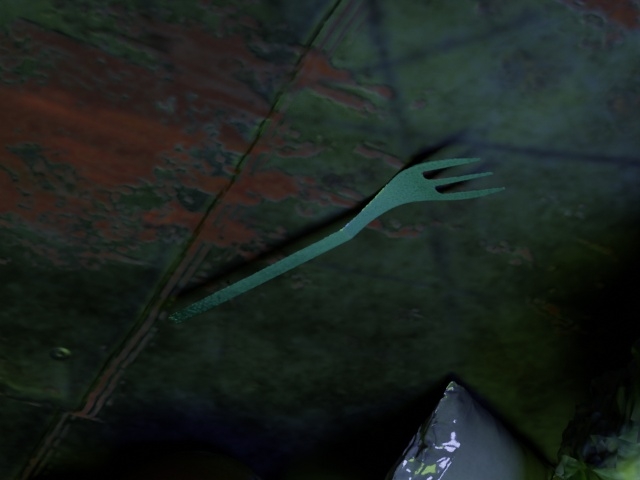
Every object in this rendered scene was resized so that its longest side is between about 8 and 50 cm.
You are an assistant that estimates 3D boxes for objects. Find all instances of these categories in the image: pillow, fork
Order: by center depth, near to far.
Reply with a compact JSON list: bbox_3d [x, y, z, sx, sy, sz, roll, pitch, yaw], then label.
[{"bbox_3d":[0.000,-0.002,0.831,0.235,0.021,0.039,-24,129,27],"label":"fork"},{"bbox_3d":[0.068,0.221,0.967,0.230,0.050,0.148,-52,130,-9],"label":"pillow"}]

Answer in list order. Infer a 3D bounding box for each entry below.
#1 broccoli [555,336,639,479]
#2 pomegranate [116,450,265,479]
[{"bbox_3d":[0.311,0.157,0.830,0.249,0.302,0.375,-31,138,-23],"label":"broccoli"},{"bbox_3d":[-0.126,0.237,0.997,0.224,0.181,0.181,7,142,22],"label":"pomegranate"}]
